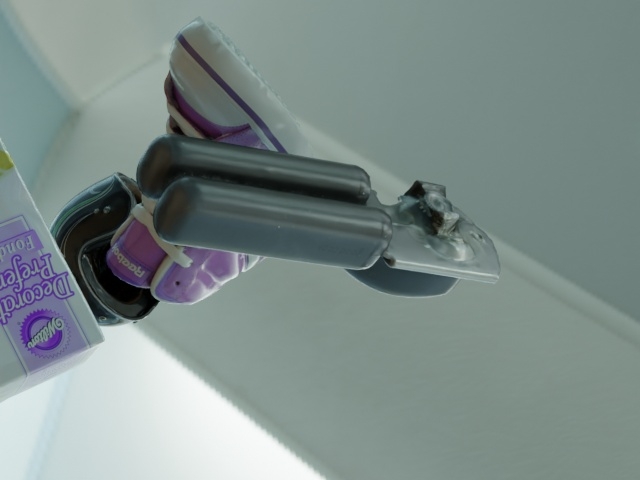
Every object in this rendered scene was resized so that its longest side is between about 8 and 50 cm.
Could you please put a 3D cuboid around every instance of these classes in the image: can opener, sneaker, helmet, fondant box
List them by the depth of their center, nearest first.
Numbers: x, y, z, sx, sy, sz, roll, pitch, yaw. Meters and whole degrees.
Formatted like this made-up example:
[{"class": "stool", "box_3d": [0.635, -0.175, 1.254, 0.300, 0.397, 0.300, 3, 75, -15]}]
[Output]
[{"class": "can opener", "box_3d": [0.000, 0.000, 1.041, 0.095, 0.283, 0.076, -54, -135, 32]}, {"class": "sneaker", "box_3d": [-0.090, -0.035, 1.133, 0.161, 0.282, 0.102, -37, -116, -10]}, {"class": "fondant box", "box_3d": [-0.389, 0.010, 1.508, 0.330, 0.238, 0.096, 62, -29, 6]}, {"class": "helmet", "box_3d": [-0.249, 0.018, 1.872, 0.161, 0.169, 0.169, -48, -120, 5]}]
